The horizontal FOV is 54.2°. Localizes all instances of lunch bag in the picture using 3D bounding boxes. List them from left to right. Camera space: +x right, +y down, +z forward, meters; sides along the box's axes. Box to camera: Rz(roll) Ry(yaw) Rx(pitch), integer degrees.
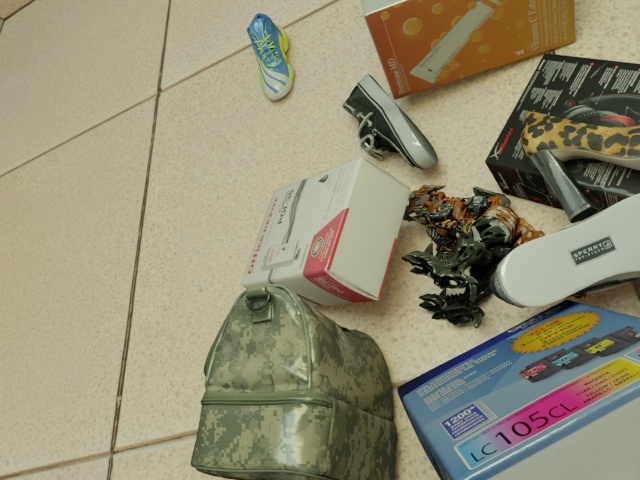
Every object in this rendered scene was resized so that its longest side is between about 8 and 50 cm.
[{"bbox_3d":[-0.020,0.220,0.905,0.212,0.305,0.256,-7,64,29],"label":"lunch bag"}]

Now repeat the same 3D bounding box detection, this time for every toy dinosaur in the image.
[{"bbox_3d":[0.244,0.005,0.964,0.218,0.164,0.322,-46,27,-18],"label":"toy dinosaur"}]

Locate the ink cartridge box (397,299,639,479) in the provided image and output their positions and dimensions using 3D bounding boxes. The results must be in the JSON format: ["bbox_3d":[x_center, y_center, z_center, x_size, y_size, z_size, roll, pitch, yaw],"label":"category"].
[{"bbox_3d":[0.249,0.199,0.704,0.270,0.395,0.151,-27,90,-2],"label":"ink cartridge box"}]

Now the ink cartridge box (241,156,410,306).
[{"bbox_3d":[0.000,0.000,1.075,0.283,0.117,0.207,-14,53,55],"label":"ink cartridge box"}]

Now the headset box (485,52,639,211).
[{"bbox_3d":[0.436,-0.149,0.940,0.293,0.110,0.218,22,78,40],"label":"headset box"}]

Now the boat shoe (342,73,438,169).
[{"bbox_3d":[0.118,-0.211,1.194,0.105,0.113,0.306,-42,45,14],"label":"boat shoe"}]

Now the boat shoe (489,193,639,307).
[{"bbox_3d":[0.367,0.017,0.812,0.301,0.102,0.108,-21,81,0],"label":"boat shoe"}]

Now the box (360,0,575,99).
[{"bbox_3d":[0.259,-0.432,1.126,0.345,0.215,0.168,-16,55,14],"label":"box"}]

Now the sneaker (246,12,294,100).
[{"bbox_3d":[-0.133,-0.447,1.493,0.091,0.126,0.240,-24,52,21],"label":"sneaker"}]

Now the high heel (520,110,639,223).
[{"bbox_3d":[0.400,-0.165,0.832,0.261,0.093,0.186,-36,56,26],"label":"high heel"}]
